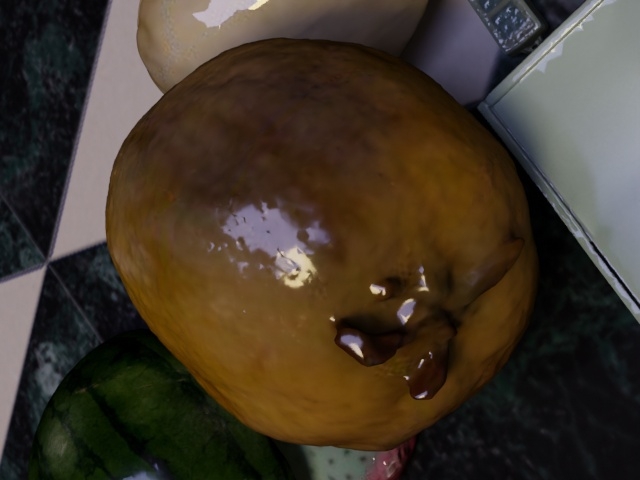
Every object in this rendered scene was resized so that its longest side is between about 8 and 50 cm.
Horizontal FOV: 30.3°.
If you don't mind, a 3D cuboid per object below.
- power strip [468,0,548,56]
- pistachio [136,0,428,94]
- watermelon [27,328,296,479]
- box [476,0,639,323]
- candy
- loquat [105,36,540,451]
[{"bbox_3d":[0.096,-0.140,0.667,0.027,0.017,0.083,-40,74,27],"label":"power strip"},{"bbox_3d":[-0.016,-0.147,0.687,0.200,0.117,0.145,-28,115,21],"label":"pistachio"},{"bbox_3d":[-0.114,0.167,0.746,0.232,0.127,0.204,38,135,24],"label":"watermelon"},{"bbox_3d":[0.200,-0.022,0.568,0.129,0.086,0.225,-43,71,28],"label":"box"},{"bbox_3d":[0.011,0.112,0.727,0.103,0.043,0.103,5,98,35],"label":"candy"},{"bbox_3d":[0.000,0.000,0.616,0.193,0.238,0.238,-39,67,-18],"label":"loquat"}]
